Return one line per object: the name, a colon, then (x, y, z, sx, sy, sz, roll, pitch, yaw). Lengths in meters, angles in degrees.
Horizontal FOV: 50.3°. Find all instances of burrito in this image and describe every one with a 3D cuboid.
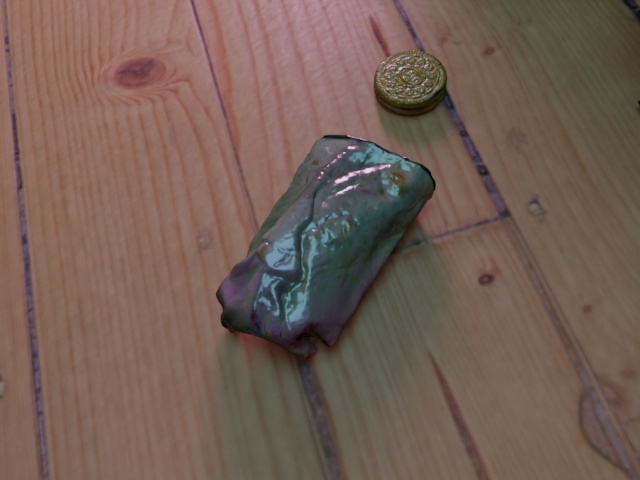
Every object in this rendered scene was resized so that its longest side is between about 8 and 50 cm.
burrito: (0.000, 0.000, 0.657, 0.144, 0.089, 0.229, 23, 65, 21)

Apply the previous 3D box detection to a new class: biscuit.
biscuit: (0.102, -0.180, 0.775, 0.084, 0.023, 0.084, -3, 61, 5)

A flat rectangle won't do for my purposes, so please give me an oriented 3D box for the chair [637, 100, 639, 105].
chair: (0.435, -0.259, 0.617, 0.326, 0.183, 0.176, -38, 31, 8)
